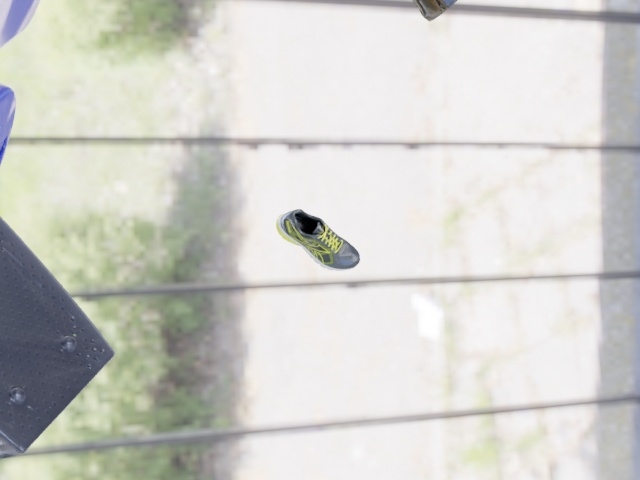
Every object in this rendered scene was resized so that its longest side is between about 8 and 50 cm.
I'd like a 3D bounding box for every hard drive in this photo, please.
[{"bbox_3d":[-0.286,0.039,1.370,0.054,0.172,0.255,-38,97,32],"label":"hard drive"}]

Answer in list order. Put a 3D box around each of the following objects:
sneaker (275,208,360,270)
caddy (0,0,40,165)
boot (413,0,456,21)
[{"bbox_3d":[0.000,0.000,1.597,0.031,0.083,0.035,-67,12,-23],"label":"sneaker"},{"bbox_3d":[-0.285,-0.098,1.093,0.341,0.179,0.241,-85,12,-67],"label":"caddy"},{"bbox_3d":[0.106,-0.221,1.058,0.106,0.219,0.082,56,162,-5],"label":"boot"}]
